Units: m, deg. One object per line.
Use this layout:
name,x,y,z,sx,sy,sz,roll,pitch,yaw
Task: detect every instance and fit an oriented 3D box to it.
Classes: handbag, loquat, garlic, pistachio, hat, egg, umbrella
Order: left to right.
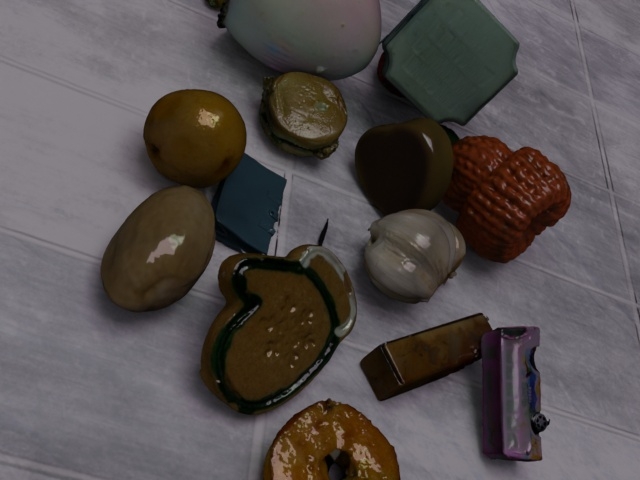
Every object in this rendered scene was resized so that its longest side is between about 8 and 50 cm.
pistachio,-0.286,0.014,1.553,0.182,0.162,0.293,9,47,13
loquat,-0.249,-0.207,1.714,0.208,0.208,0.208,17,50,-21
handbag,-0.151,-0.074,1.783,0.144,0.057,0.221,30,45,-20
egg,-0.008,-0.534,2.008,0.340,0.354,0.354,38,45,-3
umbrella,0.004,-0.001,1.842,0.022,0.022,0.148,51,40,-27
garlic,0.196,0.012,1.843,0.203,0.184,0.281,34,44,17
hat,0.395,-0.162,2.033,0.285,0.285,0.400,-15,61,-39

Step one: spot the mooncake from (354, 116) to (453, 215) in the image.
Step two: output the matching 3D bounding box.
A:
mooncake,0.197,-0.162,1.953,0.117,0.235,0.234,-22,70,-46

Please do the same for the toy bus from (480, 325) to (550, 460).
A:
toy bus,0.392,0.308,1.745,0.112,0.090,0.274,11,71,-27

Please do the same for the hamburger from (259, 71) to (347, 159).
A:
hamburger,-0.043,-0.276,1.955,0.189,0.122,0.215,-8,65,-29

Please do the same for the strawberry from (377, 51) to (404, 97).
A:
strawberry,0.325,-0.478,2.266,0.292,0.310,0.291,43,14,-13

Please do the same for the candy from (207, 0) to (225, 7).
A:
candy,-0.211,-0.622,2.167,0.201,0.060,0.060,-23,71,-49

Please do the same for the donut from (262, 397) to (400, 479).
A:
donut,0.017,0.401,1.478,0.254,0.118,0.253,19,47,-22

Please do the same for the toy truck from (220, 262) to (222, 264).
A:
toy truck,-0.087,0.104,1.632,0.208,0.113,0.126,18,84,-37

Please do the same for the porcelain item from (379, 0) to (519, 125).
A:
porcelain item,0.304,-0.439,2.046,0.286,0.281,0.157,41,15,-11

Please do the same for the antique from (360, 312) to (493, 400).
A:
antique,0.233,0.234,1.762,0.310,0.087,0.093,-12,66,-38

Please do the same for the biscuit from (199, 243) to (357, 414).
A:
biscuit,-0.077,0.138,1.534,0.344,0.057,0.287,-41,118,-28
